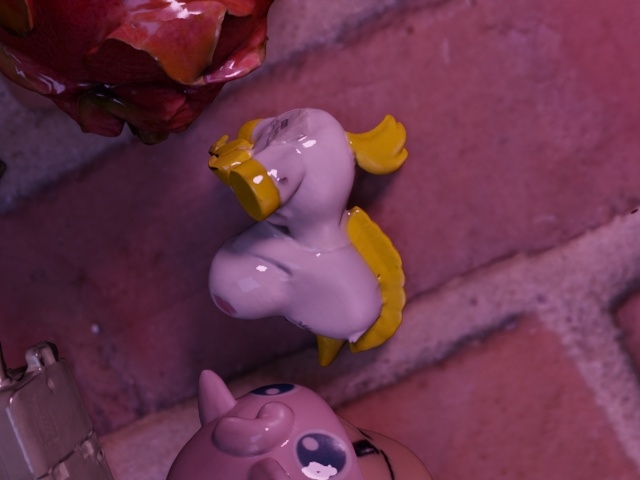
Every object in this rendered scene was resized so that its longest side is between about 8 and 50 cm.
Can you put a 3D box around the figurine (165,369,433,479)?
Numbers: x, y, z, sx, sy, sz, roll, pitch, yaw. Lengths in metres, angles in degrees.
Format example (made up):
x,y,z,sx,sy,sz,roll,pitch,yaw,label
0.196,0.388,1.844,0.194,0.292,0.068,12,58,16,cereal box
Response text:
x,y,z,sx,sy,sz,roll,pitch,yaw,label
0.001,0.209,1.059,0.186,0.176,0.287,-27,118,-20,figurine

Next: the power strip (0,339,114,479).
x,y,z,sx,sy,sz,roll,pitch,yaw,label
-0.183,0.179,1.115,0.053,0.093,0.288,-17,99,22,power strip

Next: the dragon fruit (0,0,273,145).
x,y,z,sx,sy,sz,roll,pitch,yaw,label
-0.115,-0.223,0.922,0.250,0.250,0.315,23,93,9,dragon fruit

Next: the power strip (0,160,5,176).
x,y,z,sx,sy,sz,roll,pitch,yaw,label
-0.263,-0.023,1.123,0.051,0.019,0.136,34,111,7,power strip

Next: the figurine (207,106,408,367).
x,y,z,sx,sy,sz,roll,pitch,yaw,label
-0.008,0.003,1.024,0.129,0.109,0.178,-1,109,-6,figurine
